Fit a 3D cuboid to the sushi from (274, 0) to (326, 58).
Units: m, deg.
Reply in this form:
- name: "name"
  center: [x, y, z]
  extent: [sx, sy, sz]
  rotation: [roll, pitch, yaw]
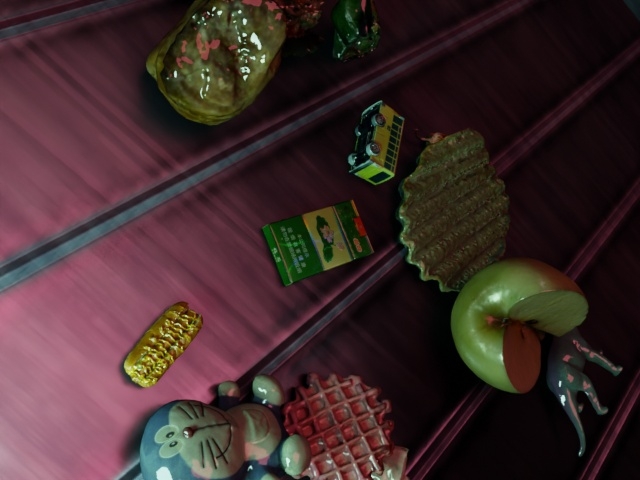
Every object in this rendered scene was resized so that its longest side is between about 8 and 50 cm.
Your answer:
- name: "sushi"
  center: [-0.088, -0.523, 1.335]
  extent: [0.238, 0.219, 0.225]
  rotation: [2, 31, -17]

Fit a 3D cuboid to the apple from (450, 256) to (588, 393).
- name: "apple"
  center: [0.434, 0.177, 1.385]
  extent: [0.258, 0.233, 0.295]
  rotation: [15, 106, -50]

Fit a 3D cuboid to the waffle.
- name: "waffle"
  center: [0.031, 0.350, 1.126]
  extent: [0.221, 0.055, 0.234]
  rotation: [21, 54, 9]

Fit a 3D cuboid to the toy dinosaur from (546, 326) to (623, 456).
- name: "toy dinosaur"
  center: [0.590, 0.292, 1.558]
  extent: [0.331, 0.129, 0.383]
  rotation: [36, 58, -5]

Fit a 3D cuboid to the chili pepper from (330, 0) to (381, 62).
- name: "chili pepper"
  center: [0.077, -0.512, 1.436]
  extent: [0.264, 0.116, 0.148]
  rotation: [-16, 103, -77]

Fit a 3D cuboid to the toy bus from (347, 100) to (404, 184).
- name: "toy bus"
  center: [0.135, -0.229, 1.433]
  extent: [0.101, 0.088, 0.175]
  rotation: [26, 63, -26]

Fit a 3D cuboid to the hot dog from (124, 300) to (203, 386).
- name: "hot dog"
  center: [-0.269, 0.177, 1.042]
  extent: [0.071, 0.045, 0.165]
  rotation: [47, 53, -14]

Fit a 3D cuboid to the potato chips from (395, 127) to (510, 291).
- name: "potato chips"
  center: [0.342, -0.077, 1.517]
  extent: [0.429, 0.070, 0.358]
  rotation: [-33, 102, -34]

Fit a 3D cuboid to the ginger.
- name: "ginger"
  center: [-0.191, -0.351, 1.162]
  extent: [0.200, 0.223, 0.269]
  rotation: [37, 95, -29]

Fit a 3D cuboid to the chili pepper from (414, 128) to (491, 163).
- name: "chili pepper"
  center: [0.343, -0.241, 1.596]
  extent: [0.268, 0.050, 0.059]
  rotation: [13, 87, -31]

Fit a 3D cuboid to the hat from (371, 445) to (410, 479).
- name: "hat"
  center: [0.103, 0.522, 1.153]
  extent: [0.219, 0.164, 0.226]
  rotation: [-52, 143, -38]

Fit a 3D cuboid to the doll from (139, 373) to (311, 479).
- name: "doll"
  center: [-0.163, 0.333, 0.995]
  extent: [0.258, 0.154, 0.228]
  rotation: [9, 36, -39]

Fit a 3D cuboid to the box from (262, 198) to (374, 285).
- name: "box"
  center: [0.000, 0.000, 1.291]
  extent: [0.235, 0.034, 0.132]
  rotation: [-18, 83, -37]
